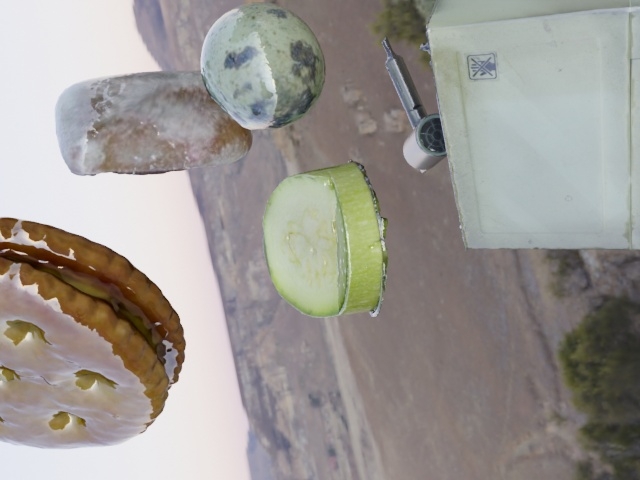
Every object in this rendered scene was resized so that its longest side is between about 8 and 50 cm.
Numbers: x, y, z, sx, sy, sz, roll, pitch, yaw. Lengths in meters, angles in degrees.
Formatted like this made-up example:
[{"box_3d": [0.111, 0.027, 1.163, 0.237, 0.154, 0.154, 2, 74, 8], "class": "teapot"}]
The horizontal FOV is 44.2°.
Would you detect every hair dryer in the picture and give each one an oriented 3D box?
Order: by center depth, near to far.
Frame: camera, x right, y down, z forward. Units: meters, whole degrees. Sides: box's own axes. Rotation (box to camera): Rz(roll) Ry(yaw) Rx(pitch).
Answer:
[{"box_3d": [0.164, -0.253, 1.453, 0.195, 0.078, 0.248, 135, 114, -84], "class": "hair dryer"}]

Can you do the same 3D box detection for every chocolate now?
[{"box_3d": [-0.255, -0.197, 1.225, 0.100, 0.303, 0.185, 108, 148, -53], "class": "chocolate"}]

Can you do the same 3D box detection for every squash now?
[{"box_3d": [0.013, 0.002, 1.068, 0.220, 0.133, 0.220, 174, 90, -72], "class": "squash"}]

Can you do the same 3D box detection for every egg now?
[{"box_3d": [-0.063, -0.194, 0.899, 0.181, 0.141, 0.141, -120, 19, -53], "class": "egg"}]

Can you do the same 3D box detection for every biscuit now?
[{"box_3d": [-0.204, 0.071, 0.537, 0.220, 0.220, 0.066, 85, -171, -47], "class": "biscuit"}]

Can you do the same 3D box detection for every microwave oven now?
[{"box_3d": [0.355, -0.209, 1.201, 0.247, 0.333, 0.394, -65, -33, -45], "class": "microwave oven"}]
